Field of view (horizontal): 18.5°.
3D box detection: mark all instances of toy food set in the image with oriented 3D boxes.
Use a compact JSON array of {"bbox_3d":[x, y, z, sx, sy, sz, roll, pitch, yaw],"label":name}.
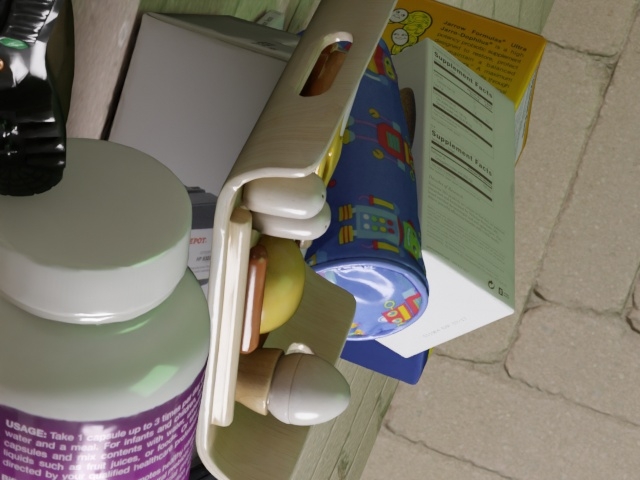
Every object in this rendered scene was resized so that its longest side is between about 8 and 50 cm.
[{"bbox_3d":[0.000,0.000,1.302,0.219,0.092,0.306,-66,169,-47],"label":"toy food set"}]

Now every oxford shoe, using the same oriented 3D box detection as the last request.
[{"bbox_3d":[-0.171,-0.135,1.042,0.227,0.083,0.096,98,-3,-48],"label":"oxford shoe"}]

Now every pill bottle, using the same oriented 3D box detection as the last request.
[{"bbox_3d":[-0.156,0.092,1.217,0.169,0.169,0.301,-58,164,-50],"label":"pill bottle"}]

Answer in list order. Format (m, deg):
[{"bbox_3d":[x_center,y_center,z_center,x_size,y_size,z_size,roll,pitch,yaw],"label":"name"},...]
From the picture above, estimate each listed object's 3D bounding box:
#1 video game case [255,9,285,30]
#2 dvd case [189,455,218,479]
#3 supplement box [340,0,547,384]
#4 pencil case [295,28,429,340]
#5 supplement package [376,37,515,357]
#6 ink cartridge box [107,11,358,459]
[{"bbox_3d":[-0.076,-0.105,1.685,0.143,0.019,0.157,-52,159,-59],"label":"video game case"},{"bbox_3d":[-0.126,0.190,1.493,0.253,0.022,0.180,-27,179,15],"label":"dvd case"},{"bbox_3d":[0.083,-0.063,2.082,0.194,0.195,0.356,95,19,-54],"label":"supplement box"},{"bbox_3d":[0.015,-0.053,1.712,0.119,0.133,0.306,42,30,-40],"label":"pencil case"},{"bbox_3d":[0.090,-0.040,1.835,0.139,0.134,0.244,-26,-134,36],"label":"supplement package"},{"bbox_3d":[-0.088,-0.011,1.488,0.223,0.129,0.307,-24,133,-75],"label":"ink cartridge box"}]
